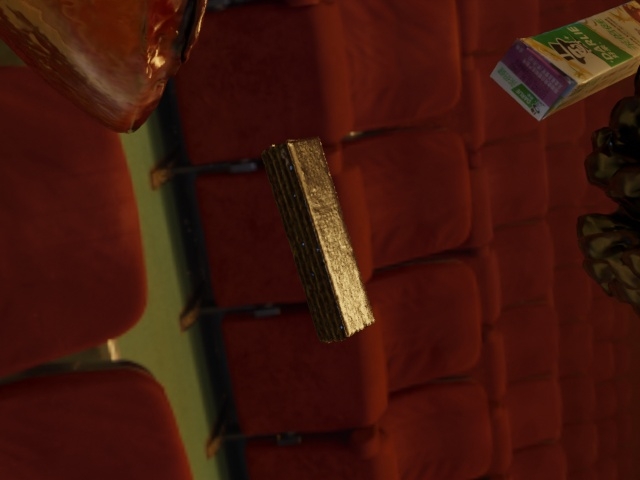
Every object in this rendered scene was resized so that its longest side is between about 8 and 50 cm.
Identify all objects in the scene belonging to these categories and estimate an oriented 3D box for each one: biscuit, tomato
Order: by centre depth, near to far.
[{"bbox_3d":[-0.139,-0.217,0.441,0.309,0.170,0.309,-166,-90,-70],"label":"tomato"},{"bbox_3d":[0.000,0.000,1.539,0.107,0.073,0.388,-20,94,-51],"label":"biscuit"}]

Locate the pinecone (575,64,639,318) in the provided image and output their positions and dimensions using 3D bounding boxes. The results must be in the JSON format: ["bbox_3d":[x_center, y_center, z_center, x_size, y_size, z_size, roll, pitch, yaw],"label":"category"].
[{"bbox_3d":[0.261,-0.030,0.462,0.243,0.244,0.257,-59,151,-78],"label":"pinecone"}]

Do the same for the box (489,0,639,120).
[{"bbox_3d":[0.198,-0.135,0.605,0.207,0.050,0.041,-27,160,-46],"label":"box"}]
